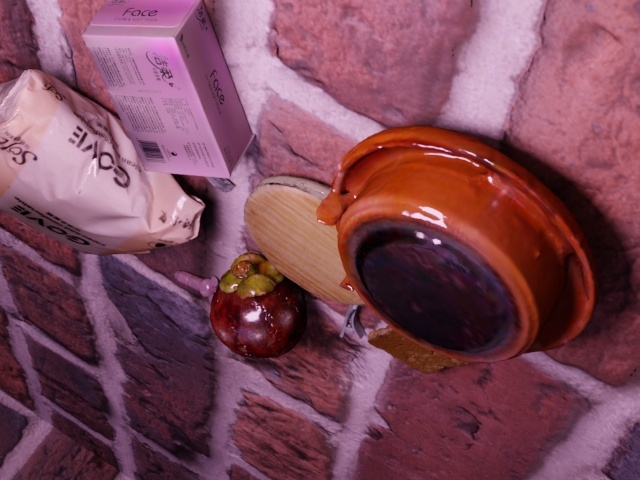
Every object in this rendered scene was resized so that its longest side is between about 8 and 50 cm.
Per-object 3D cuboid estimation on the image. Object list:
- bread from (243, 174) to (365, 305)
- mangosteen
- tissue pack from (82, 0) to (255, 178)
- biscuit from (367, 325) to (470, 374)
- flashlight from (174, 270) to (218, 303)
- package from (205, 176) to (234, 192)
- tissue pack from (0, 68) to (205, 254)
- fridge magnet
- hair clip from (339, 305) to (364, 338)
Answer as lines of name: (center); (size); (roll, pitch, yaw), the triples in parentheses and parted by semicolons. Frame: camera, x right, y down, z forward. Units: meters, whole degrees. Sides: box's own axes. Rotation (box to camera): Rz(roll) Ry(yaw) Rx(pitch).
bread: (0.000, 0.000, 1.564); (0.267, 0.040, 0.267); (26, 149, 17)
mangosteen: (-0.104, 0.102, 1.715); (0.166, 0.166, 0.180); (17, 131, 32)
tissue pack: (-0.198, -0.204, 1.416); (0.148, 0.093, 0.246); (7, 139, 23)
biscuit: (0.183, 0.146, 1.554); (0.131, 0.026, 0.237); (29, 150, -24)
flashlight: (-0.226, 0.078, 1.931); (0.110, 0.031, 0.052); (19, 107, 38)
package: (-0.181, -0.114, 1.624); (0.110, 0.015, 0.037); (43, 151, -6)
tissue pack: (-0.414, -0.112, 1.721); (0.375, 0.195, 0.390); (37, 153, -26)
fridge magnet: (0.164, 0.018, 1.292); (0.363, 0.155, 0.364); (25, 146, 19)
hair clip: (0.058, 0.124, 1.694); (0.039, 0.030, 0.115); (14, 150, 3)
